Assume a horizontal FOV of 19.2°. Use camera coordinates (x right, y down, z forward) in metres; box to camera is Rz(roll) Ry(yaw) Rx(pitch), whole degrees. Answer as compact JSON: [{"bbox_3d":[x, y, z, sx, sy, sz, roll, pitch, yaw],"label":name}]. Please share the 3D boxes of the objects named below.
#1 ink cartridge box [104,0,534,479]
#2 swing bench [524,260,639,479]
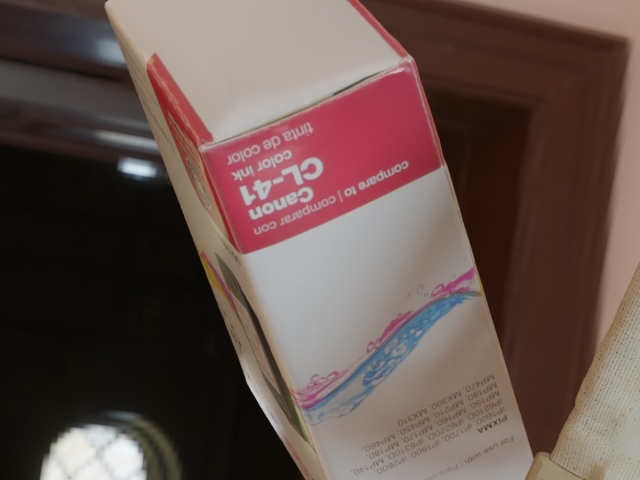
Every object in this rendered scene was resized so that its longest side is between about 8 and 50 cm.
[{"bbox_3d":[0.000,0.000,1.120,0.226,0.131,0.306,-127,-163,-56],"label":"ink cartridge box"},{"bbox_3d":[0.247,0.028,0.923,0.253,0.165,0.255,-66,164,12],"label":"swing bench"}]
